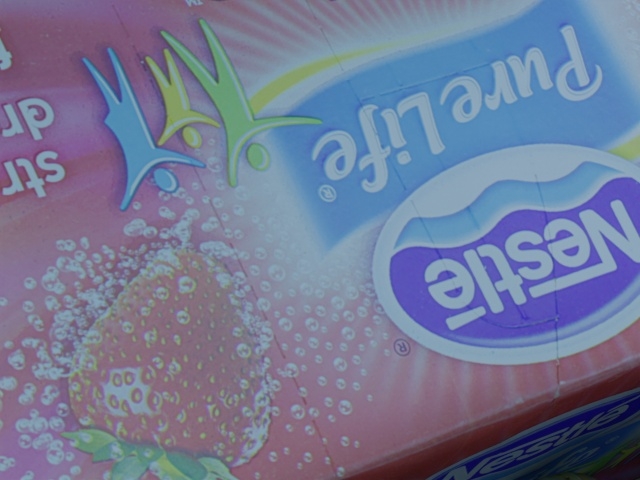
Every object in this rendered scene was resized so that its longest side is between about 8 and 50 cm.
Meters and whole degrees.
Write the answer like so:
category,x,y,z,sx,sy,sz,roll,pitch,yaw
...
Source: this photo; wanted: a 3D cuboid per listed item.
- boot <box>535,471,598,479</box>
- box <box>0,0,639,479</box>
category,x,y,z,sx,sy,sz,roll,pitch,yaw
boot,0.163,0.141,0.412,0.207,0.090,0.248,-12,59,-21
box,0.000,0.000,0.462,0.300,0.154,0.142,-17,70,-30
